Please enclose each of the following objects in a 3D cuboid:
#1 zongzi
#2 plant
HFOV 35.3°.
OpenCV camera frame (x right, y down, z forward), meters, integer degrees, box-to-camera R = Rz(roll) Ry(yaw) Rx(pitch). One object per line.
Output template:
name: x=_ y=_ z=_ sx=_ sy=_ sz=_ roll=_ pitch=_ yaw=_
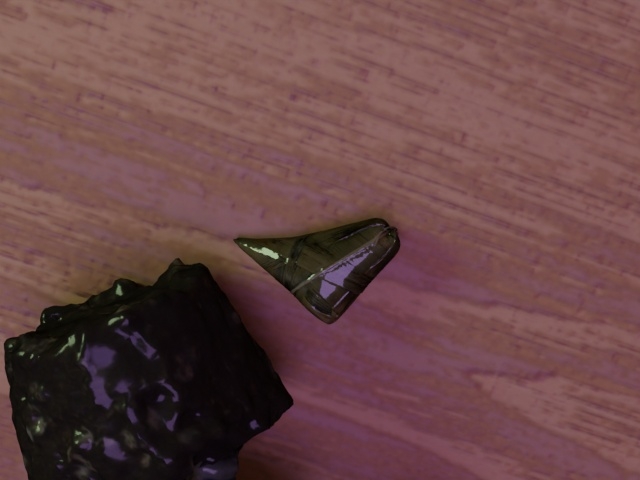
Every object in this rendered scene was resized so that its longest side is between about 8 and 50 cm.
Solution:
zongzi: x=0.000 y=0.000 z=0.633 sx=0.083 sy=0.040 sz=0.076 roll=42 pitch=96 yaw=6
plant: x=-0.086 y=0.155 z=0.618 sx=0.149 sy=0.146 sz=0.274 roll=-11 pitch=109 yaw=34
